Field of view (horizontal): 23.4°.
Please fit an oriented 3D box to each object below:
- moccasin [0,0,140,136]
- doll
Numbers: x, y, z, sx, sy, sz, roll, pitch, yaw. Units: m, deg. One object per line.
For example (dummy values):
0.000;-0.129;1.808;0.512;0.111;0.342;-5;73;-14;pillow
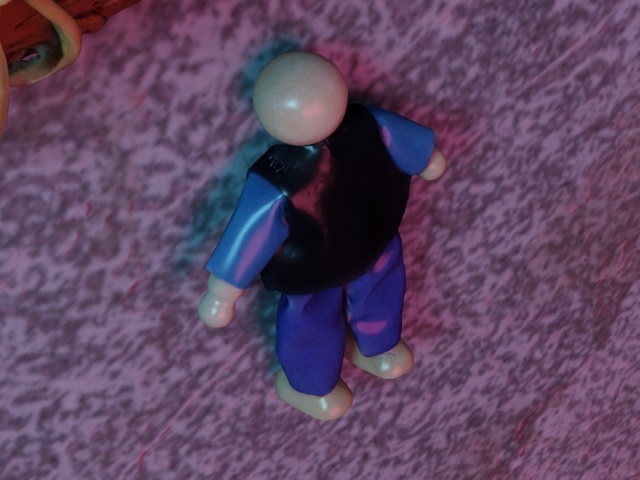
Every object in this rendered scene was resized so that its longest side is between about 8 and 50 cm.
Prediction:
-0.137;-0.070;0.371;0.380;0.147;0.139;-21;135;-31;moccasin
0.000;0.000;0.654;0.129;0.046;0.189;-31;141;-22;doll
